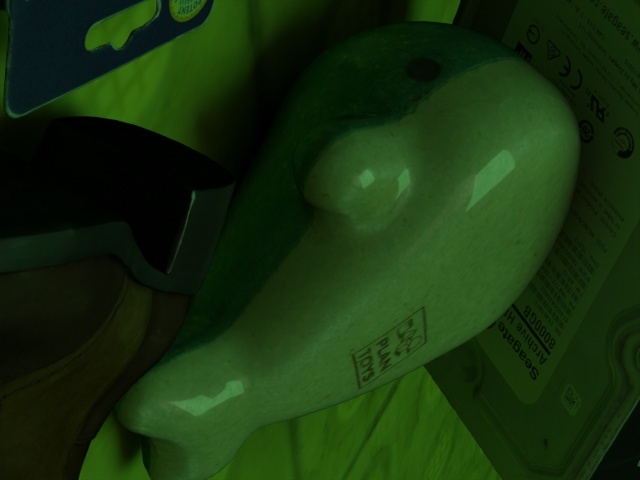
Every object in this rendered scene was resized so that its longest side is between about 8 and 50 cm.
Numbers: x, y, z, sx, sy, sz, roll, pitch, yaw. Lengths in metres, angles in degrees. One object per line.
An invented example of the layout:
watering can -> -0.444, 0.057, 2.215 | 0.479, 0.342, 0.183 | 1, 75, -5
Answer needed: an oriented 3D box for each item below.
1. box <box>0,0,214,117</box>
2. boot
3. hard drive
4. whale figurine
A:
box -> -0.067, -0.162, 0.460 | 0.136, 0.036, 0.225 | -41, 145, -55
boot -> -0.148, 0.095, 0.472 | 0.280, 0.096, 0.264 | -66, 170, 11
hard drive -> 0.141, -0.026, 0.812 | 0.064, 0.237, 0.339 | -11, 141, -30
whale figurine -> 0.000, 0.000, 0.724 | 0.272, 0.141, 0.216 | -38, 153, -13
